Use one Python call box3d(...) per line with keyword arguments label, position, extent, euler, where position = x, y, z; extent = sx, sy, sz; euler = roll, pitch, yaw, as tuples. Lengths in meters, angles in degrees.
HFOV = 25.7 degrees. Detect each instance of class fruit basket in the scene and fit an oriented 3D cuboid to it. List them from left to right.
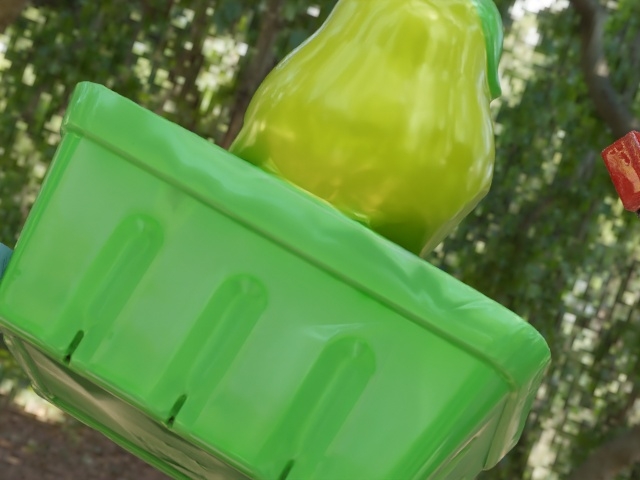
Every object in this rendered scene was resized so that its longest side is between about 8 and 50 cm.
box3d(label="fruit basket", position=(0.000, 0.000, 0.980), extent=(0.392, 0.392, 0.283), euler=(19, -23, 9))

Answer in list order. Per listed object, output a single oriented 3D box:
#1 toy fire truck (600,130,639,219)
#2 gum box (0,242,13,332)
box3d(label="toy fire truck", position=(0.251, -0.062, 0.863), extent=(0.192, 0.047, 0.135), euler=(9, -35, -44))
box3d(label="gum box", position=(-0.280, 0.032, 1.023), extent=(0.157, 0.041, 0.184), euler=(5, -12, 9))
